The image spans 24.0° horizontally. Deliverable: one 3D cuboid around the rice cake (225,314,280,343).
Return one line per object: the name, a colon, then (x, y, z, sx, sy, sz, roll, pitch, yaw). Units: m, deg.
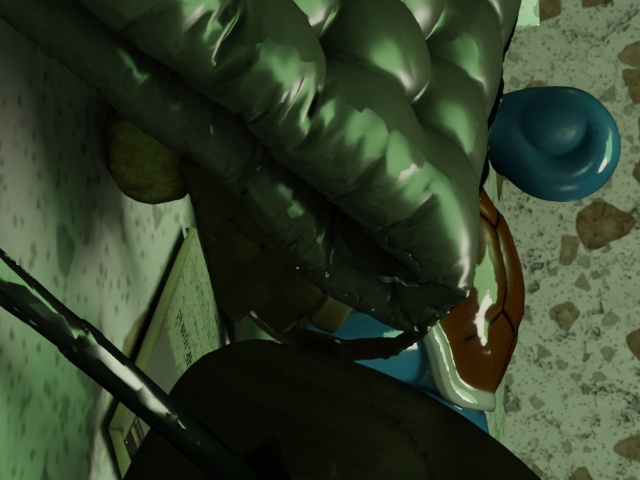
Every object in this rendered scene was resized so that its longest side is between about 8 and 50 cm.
rice cake: (-0.037, -0.020, 0.989, 0.080, 0.042, 0.221, -100, -165, -69)

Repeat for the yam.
yam: (-0.063, -0.127, 0.909, 0.299, 0.066, 0.066, -71, 158, -51)

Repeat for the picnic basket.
picnic basket: (0.000, 0.000, 0.814, 0.138, 0.128, 0.178, -62, 151, -45)

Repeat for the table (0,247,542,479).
table: (-0.065, 0.160, 0.617, 0.249, 0.317, 0.317, 47, 44, -53)

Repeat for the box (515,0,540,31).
box: (0.066, -0.301, 1.168, 0.200, 0.106, 0.299, -17, 113, -38)

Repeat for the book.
book: (-0.088, 0.095, 0.919, 0.181, 0.014, 0.127, -75, 161, -50)

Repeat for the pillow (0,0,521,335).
pillow: (-0.033, -0.134, 0.653, 0.326, 0.101, 0.228, 37, 49, -27)

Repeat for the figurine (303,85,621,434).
figurine: (0.089, 0.035, 1.339, 0.298, 0.243, 0.416, 56, 57, -83)
